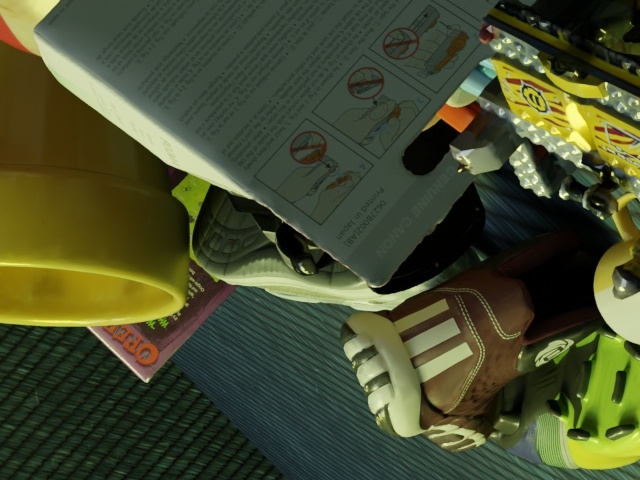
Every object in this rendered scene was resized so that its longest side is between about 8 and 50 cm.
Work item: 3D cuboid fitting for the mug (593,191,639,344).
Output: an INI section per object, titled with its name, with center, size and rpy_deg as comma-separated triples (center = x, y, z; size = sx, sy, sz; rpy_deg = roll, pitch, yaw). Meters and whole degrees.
[mug]
center = 0.184, 0.017, 0.971
size = 0.078, 0.062, 0.064
rpy_deg = 37, 161, -4

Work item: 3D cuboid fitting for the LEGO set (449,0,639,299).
[LEGO set]
center = 0.148, -0.068, 0.437
size = 0.331, 0.192, 0.255
rpy_deg = 35, 167, 31

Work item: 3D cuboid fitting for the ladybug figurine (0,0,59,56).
[ladybug figurine]
center = -0.218, -0.250, 1.085
size = 0.449, 0.162, 0.305
rpy_deg = 37, 167, 28

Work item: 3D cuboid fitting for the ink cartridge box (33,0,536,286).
[ink cartridge box]
center = 0.001, -0.097, 0.860
size = 0.225, 0.181, 0.056
rpy_deg = 37, 168, 19

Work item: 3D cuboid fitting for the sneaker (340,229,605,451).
[sneaker]
center = 0.127, 0.062, 1.160
size = 0.106, 0.162, 0.281
rpy_deg = 64, -167, 8

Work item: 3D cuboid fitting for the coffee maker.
[coffee maker]
center = 0.011, -0.065, 1.165
size = 0.178, 0.120, 0.171
rpy_deg = 19, 115, 61

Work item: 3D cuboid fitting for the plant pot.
[plant pot]
center = -0.233, -0.067, 1.495
size = 0.254, 0.239, 0.254
rpy_deg = 2, 167, 0

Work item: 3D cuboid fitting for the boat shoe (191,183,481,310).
[boat shoe]
center = 0.002, -0.002, 1.384
size = 0.103, 0.118, 0.320
rpy_deg = 28, 170, -31

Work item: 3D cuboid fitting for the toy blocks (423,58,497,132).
[toy blocks]
center = 0.069, -0.090, 0.972
size = 0.148, 0.054, 0.123
rpy_deg = 36, 166, 29

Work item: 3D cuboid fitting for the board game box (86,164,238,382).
[board game box]
center = -0.216, -0.060, 1.655
size = 0.347, 0.208, 0.056
rpy_deg = 46, 168, -12

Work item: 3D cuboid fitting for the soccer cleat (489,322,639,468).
[soccer cleat]
center = 0.206, 0.111, 1.235
size = 0.121, 0.093, 0.289
rpy_deg = 14, 169, -12
